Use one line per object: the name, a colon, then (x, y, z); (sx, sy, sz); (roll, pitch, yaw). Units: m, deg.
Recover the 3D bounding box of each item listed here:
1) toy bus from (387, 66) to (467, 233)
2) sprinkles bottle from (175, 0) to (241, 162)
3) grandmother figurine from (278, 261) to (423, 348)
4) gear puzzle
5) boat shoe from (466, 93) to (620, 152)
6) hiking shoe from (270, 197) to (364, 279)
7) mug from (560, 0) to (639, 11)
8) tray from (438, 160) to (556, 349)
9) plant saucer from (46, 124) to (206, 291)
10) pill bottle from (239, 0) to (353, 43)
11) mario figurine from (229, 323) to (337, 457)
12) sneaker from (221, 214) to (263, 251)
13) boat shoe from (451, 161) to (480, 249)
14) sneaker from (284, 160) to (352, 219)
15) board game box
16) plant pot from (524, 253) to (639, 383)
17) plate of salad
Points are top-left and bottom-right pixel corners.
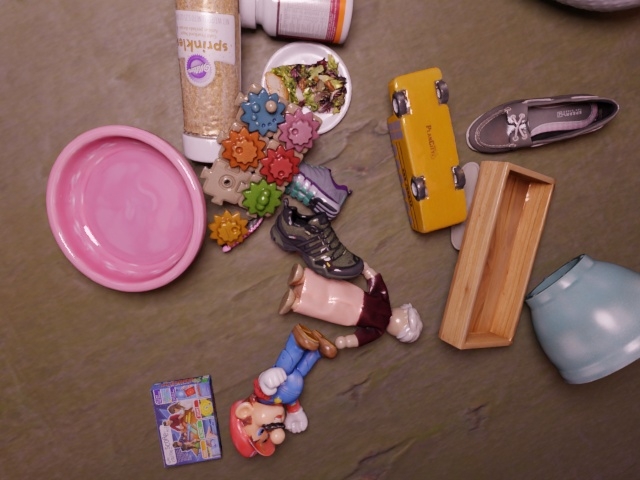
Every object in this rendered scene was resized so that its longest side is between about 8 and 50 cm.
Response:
toy bus: (0.229, -0.190, 0.910); (0.108, 0.130, 0.333); (-16, 100, -3)
sprinkles bottle: (-0.211, -0.335, 0.792); (0.121, 0.121, 0.356); (1, 115, -7)
grandmother figurine: (0.087, 0.152, 0.966); (0.342, 0.104, 0.208); (22, 81, -12)
gear puzzle: (-0.140, -0.124, 0.826); (0.175, 0.044, 0.339); (21, 113, -29)
boat shoe: (0.507, -0.276, 0.948); (0.334, 0.095, 0.112); (-13, 100, -5)
hiking shoe: (0.000, 0.000, 0.896); (0.226, 0.086, 0.114); (28, 131, 3)
mug: (0.560, -0.658, 0.830); (0.327, 0.276, 0.375); (18, 66, -15)
tray: (0.410, 0.041, 0.962); (0.202, 0.076, 0.411); (7, 98, -34)
plant saucer: (-0.385, -0.063, 0.850); (0.331, 0.084, 0.333); (2, 101, 8)
pill bottle: (-0.051, -0.473, 0.835); (0.221, 0.121, 0.121); (3, 98, -7)
mario figurine: (-0.076, 0.364, 0.942); (0.198, 0.170, 0.321); (33, 92, -13)
sneaker: (-0.184, -0.027, 0.932); (0.119, 0.047, 0.057); (-37, 90, -1)
boat shoe: (0.357, -0.080, 0.986); (0.064, 0.075, 0.206); (-2, 99, -39)
sneaker: (-0.035, -0.145, 0.927); (0.223, 0.083, 0.098); (40, 60, -4)
board game box: (-0.317, 0.431, 0.988); (0.136, 0.035, 0.202); (-6, 99, -6)
plant pot: (0.612, 0.156, 0.956); (0.293, 0.293, 0.196); (-40, 75, 0)
plate of salad: (-0.029, -0.330, 0.899); (0.199, 0.048, 0.200); (-1, 98, -7)
